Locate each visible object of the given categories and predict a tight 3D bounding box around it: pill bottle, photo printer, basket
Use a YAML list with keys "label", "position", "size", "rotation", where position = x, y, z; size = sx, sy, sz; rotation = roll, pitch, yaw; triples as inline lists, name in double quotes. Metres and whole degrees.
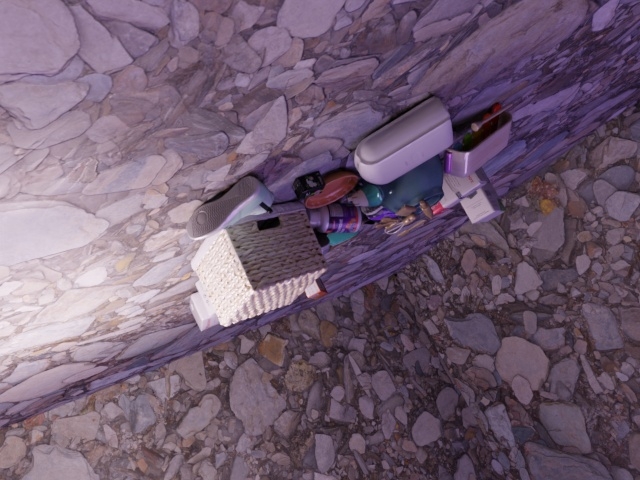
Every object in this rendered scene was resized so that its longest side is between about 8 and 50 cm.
- label: "pill bottle"
  position: [0.040, -0.081, 1.866]
  size: [0.193, 0.108, 0.108]
  rotation: [-1, 156, -21]
- label: "photo printer"
  position: [0.251, -0.287, 1.586]
  size: [0.307, 0.107, 0.256]
  rotation: [-30, 166, 9]
- label: "basket"
  position: [-0.199, 0.075, 1.719]
  size: [0.328, 0.266, 0.331]
  rotation: [-15, 159, -38]

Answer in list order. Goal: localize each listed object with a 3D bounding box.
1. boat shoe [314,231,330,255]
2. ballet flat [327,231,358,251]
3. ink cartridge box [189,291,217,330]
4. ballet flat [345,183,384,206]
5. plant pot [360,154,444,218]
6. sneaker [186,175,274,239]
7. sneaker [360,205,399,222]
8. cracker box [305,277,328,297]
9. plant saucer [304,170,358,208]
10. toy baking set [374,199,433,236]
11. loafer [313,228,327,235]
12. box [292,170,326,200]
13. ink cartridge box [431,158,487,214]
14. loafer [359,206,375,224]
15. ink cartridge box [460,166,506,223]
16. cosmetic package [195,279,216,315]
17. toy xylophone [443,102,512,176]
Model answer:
- label: "boat shoe"
  position: [-0.062, 0.036, 1.911]
  size: [0.118, 0.103, 0.320]
  rotation: [-28, -165, -32]
- label: "ballet flat"
  position: [0.000, 0.000, 2.173]
  size: [0.342, 0.116, 0.124]
  rotation: [-27, -169, -17]
- label: "ink cartridge box"
  position: [-0.403, 0.261, 2.264]
  size: [0.306, 0.131, 0.226]
  rotation: [-23, 165, -22]
- label: "ballet flat"
  position: [0.142, -0.148, 1.781]
  size: [0.087, 0.083, 0.247]
  rotation: [-25, -168, -9]
- label: "plant pot"
  position: [0.318, -0.199, 1.838]
  size: [0.293, 0.196, 0.293]
  rotation: [-26, 166, -7]
- label: "sneaker"
  position: [-0.243, -0.070, 1.452]
  size: [0.256, 0.094, 0.151]
  rotation: [-33, 159, 12]
- label: "sneaker"
  position: [0.317, -0.158, 2.077]
  size: [0.293, 0.102, 0.146]
  rotation: [-24, 139, 16]
- label: "cracker box"
  position: [-0.059, 0.138, 2.250]
  size: [0.067, 0.232, 0.156]
  rotation: [-28, 166, 7]
- label: "plant saucer"
  position: [0.032, -0.174, 1.725]
  size: [0.200, 0.037, 0.200]
  rotation: [-26, 166, -7]
- label: "toy baking set"
  position: [0.296, -0.075, 1.792]
  size: [0.196, 0.030, 0.256]
  rotation: [-21, 159, 21]
- label: "loafer"
  position: [0.041, -0.069, 2.021]
  size: [0.080, 0.078, 0.220]
  rotation: [-19, 163, -31]
- label: "box"
  position: [-0.036, -0.168, 1.590]
  size: [0.083, 0.052, 0.062]
  rotation: [-21, 165, -21]
- label: "ink cartridge box"
  position: [0.534, -0.242, 2.128]
  size: [0.237, 0.172, 0.100]
  rotation: [-37, 165, 33]
- label: "loafer"
  position: [0.197, -0.094, 2.207]
  size: [0.096, 0.084, 0.267]
  rotation: [-34, 164, 23]
- label: "ink cartridge box"
  position: [0.678, -0.220, 2.268]
  size: [0.115, 0.273, 0.198]
  rotation: [-33, 165, 31]
- label: "cosmetic package"
  position: [-0.360, 0.191, 2.051]
  size: [0.151, 0.151, 0.183]
  rotation: [-34, 163, 25]
- label: "toy xylophone"
  position: [0.565, -0.362, 1.804]
  size: [0.322, 0.081, 0.236]
  rotation: [-31, 142, -27]
